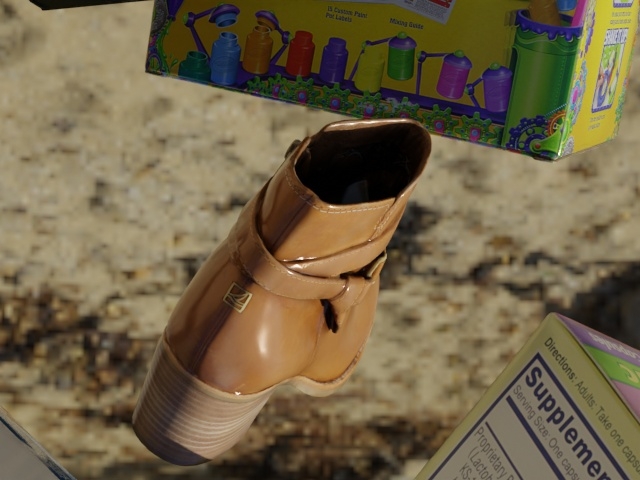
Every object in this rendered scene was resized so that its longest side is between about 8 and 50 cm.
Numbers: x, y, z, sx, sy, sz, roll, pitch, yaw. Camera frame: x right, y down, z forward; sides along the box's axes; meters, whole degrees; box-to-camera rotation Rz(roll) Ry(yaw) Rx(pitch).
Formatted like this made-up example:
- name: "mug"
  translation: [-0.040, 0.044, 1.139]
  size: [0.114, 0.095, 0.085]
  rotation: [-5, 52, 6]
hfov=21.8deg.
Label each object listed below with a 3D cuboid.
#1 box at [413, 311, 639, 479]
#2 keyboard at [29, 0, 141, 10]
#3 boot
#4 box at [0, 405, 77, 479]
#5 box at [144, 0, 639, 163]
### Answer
- name: "box"
  translation: [0.106, 0.178, 0.618]
  size: [0.213, 0.117, 0.243]
  rotation: [23, 114, -36]
- name: "keyboard"
  translation: [-0.146, -0.181, 0.953]
  size: [0.180, 0.023, 0.108]
  rotation: [4, 142, 50]
- name: "boot"
  translation: [0.000, 0.000, 1.038]
  size: [0.283, 0.109, 0.220]
  rotation: [-30, 156, -54]
- name: "box"
  translation: [-0.129, 0.170, 0.450]
  size: [0.159, 0.233, 0.044]
  rotation: [38, 170, 31]
- name: "box"
  translation: [0.066, -0.222, 1.100]
  size: [0.290, 0.279, 0.177]
  rotation: [15, -167, 20]
